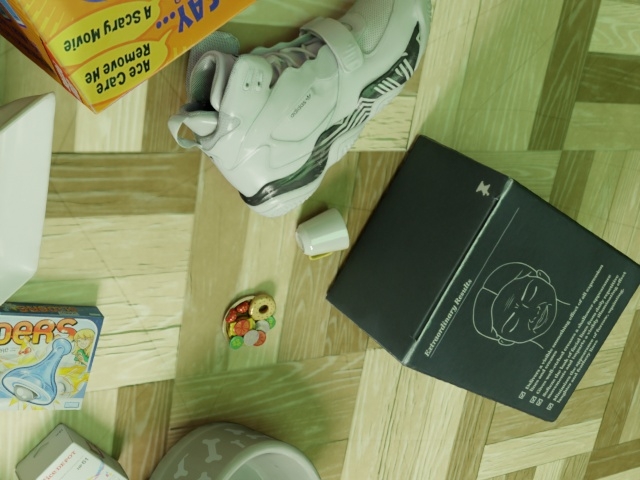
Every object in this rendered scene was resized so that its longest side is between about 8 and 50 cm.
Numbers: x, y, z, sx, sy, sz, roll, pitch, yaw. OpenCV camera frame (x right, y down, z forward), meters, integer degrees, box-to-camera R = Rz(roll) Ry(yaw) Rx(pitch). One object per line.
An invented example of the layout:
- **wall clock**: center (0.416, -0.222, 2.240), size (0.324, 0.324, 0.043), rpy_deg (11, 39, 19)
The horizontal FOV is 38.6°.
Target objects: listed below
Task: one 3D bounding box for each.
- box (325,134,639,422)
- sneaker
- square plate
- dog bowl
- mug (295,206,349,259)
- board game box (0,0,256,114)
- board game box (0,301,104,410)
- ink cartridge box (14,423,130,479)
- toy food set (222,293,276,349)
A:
- **box**: center (0.260, 0.069, 1.408), size (0.395, 0.212, 0.294), rpy_deg (26, 96, -40)
- **sneaker**: center (-0.024, -0.217, 1.122), size (0.210, 0.137, 0.366), rpy_deg (34, 94, -43)
- **square plate**: center (-0.377, 0.050, 0.794), size (0.347, 0.049, 0.344), rpy_deg (-48, 175, -33)
- **dog bowl**: center (-0.111, 0.436, 1.300), size (0.348, 0.102, 0.349), rpy_deg (8, 80, -53)
- **mug**: center (0.001, -0.001, 1.298), size (0.064, 0.062, 0.078), rpy_deg (-20, 116, -16)
- **board game box**: center (-0.200, -0.391, 0.775), size (0.356, 0.356, 0.356), rpy_deg (-39, 128, -12)
- **board game box**: center (-0.379, 0.142, 1.123), size (0.201, 0.035, 0.136), rpy_deg (6, 109, -36)
- **ink cartridge box**: center (-0.332, 0.316, 1.229), size (0.088, 0.052, 0.122), rpy_deg (-46, 128, -7)
- **toy food set**: center (-0.101, 0.117, 1.309), size (0.083, 0.020, 0.083), rpy_deg (-14, 119, -29)
